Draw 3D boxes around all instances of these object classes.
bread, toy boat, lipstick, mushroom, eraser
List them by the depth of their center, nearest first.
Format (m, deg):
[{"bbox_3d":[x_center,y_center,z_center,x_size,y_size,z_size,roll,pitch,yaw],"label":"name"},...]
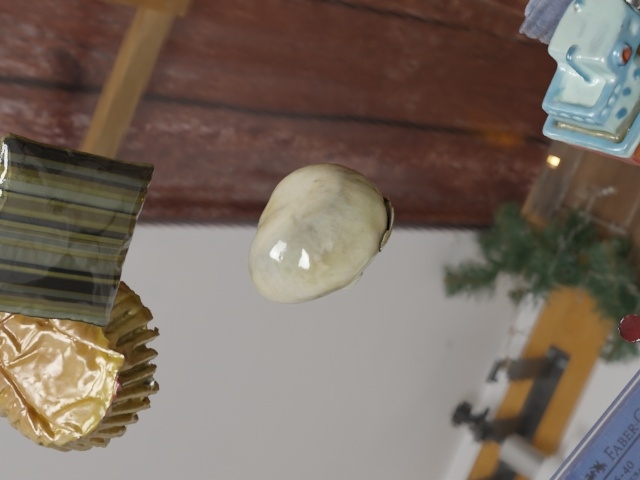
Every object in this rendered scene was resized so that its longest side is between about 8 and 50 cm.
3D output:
[{"bbox_3d":[0.309,0.084,1.259,0.027,0.027,0.176,29,-173,22],"label":"lipstick"},{"bbox_3d":[0.000,0.000,1.283,0.122,0.154,0.154,49,-179,-33],"label":"mushroom"},{"bbox_3d":[0.330,-0.245,1.336,0.133,0.332,0.145,32,175,-40],"label":"toy boat"},{"bbox_3d":[0.351,0.234,1.529,0.082,0.225,0.036,44,168,-7],"label":"eraser"},{"bbox_3d":[-0.348,0.151,1.770,0.274,0.274,0.149,25,-173,12],"label":"bread"},{"bbox_3d":[0.362,-0.368,2.006,0.078,0.127,0.283,27,167,2],"label":"toy boat"}]

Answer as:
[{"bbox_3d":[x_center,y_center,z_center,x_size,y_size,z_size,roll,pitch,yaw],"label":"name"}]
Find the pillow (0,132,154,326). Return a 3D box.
[{"bbox_3d":[-0.307,-0.006,1.562,0.208,0.212,0.052,11,-172,-44],"label":"pillow"}]
